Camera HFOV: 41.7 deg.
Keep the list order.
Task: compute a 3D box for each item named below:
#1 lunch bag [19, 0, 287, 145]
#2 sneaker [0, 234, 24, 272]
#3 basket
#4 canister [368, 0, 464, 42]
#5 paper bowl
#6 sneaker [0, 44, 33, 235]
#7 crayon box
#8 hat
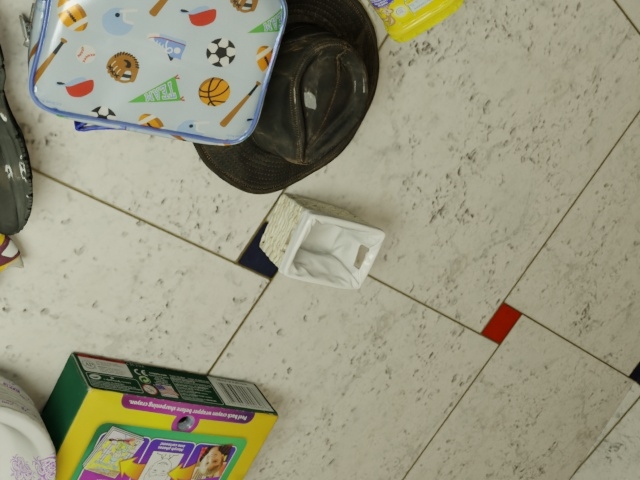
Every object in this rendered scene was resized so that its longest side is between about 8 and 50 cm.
[{"bbox_3d":[-0.206,-0.239,1.021,0.303,0.115,0.243,9,119,-23],"label":"lunch bag"},{"bbox_3d":[-0.471,0.059,1.076,0.185,0.069,0.084,-35,127,-11],"label":"sneaker"},{"bbox_3d":[0.000,0.000,1.351,0.167,0.103,0.113,13,108,-41],"label":"basket"},{"bbox_3d":[0.113,-0.381,1.198,0.126,0.073,0.170,-29,135,20],"label":"canister"},{"bbox_3d":[-0.517,0.300,1.138,0.284,0.148,0.284,-18,127,-26],"label":"paper bowl"},{"bbox_3d":[-0.418,-0.134,0.985,0.130,0.109,0.286,-17,116,-19],"label":"sneaker"},{"bbox_3d":[-0.294,0.363,1.366,0.363,0.106,0.313,19,106,-41],"label":"crayon box"},{"bbox_3d":[-0.017,-0.197,1.198,0.331,0.134,0.331,-18,126,-27],"label":"hat"}]
